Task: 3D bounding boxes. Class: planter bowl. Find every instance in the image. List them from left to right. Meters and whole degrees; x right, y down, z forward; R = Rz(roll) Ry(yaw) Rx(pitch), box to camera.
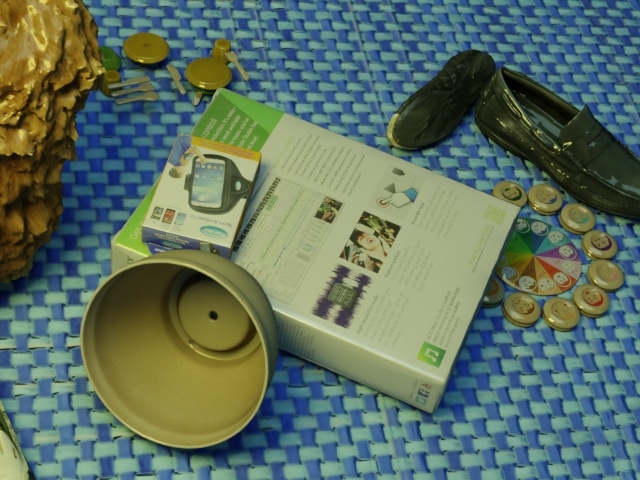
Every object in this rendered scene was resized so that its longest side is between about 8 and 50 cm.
[{"bbox_3d":[-0.103,0.075,1.130,0.162,0.162,0.109,25,24,7],"label":"planter bowl"}]

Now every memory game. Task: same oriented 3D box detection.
[{"bbox_3d":[0.209,0.012,1.336,0.186,0.012,0.186,7,50,-8],"label":"memory game"}]

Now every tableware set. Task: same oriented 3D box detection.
[{"bbox_3d":[-0.158,-0.177,1.399,0.154,0.024,0.104,-15,53,-23],"label":"tableware set"}]

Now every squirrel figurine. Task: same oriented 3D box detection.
[{"bbox_3d":[-0.378,-0.083,1.068,0.397,0.281,0.371,24,79,-21],"label":"squirrel figurine"}]

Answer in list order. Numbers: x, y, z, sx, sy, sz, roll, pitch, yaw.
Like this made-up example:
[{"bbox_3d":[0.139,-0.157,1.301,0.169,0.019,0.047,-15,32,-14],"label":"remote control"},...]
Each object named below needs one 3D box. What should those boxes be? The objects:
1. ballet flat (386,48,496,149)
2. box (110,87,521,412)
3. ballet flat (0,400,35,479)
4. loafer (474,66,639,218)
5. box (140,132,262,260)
[{"bbox_3d":[0.124,-0.145,1.433,0.173,0.049,0.057,-41,112,-35],"label":"ballet flat"},{"bbox_3d":[0.000,0.000,1.261,0.322,0.058,0.232,24,50,8],"label":"box"},{"bbox_3d":[-0.272,0.153,1.071,0.070,0.070,0.188,-19,58,-26],"label":"ballet flat"},{"bbox_3d":[0.260,-0.100,1.397,0.223,0.078,0.076,34,52,14],"label":"loafer"},{"bbox_3d":[-0.107,-0.034,1.214,0.081,0.028,0.136,14,48,1],"label":"box"}]
